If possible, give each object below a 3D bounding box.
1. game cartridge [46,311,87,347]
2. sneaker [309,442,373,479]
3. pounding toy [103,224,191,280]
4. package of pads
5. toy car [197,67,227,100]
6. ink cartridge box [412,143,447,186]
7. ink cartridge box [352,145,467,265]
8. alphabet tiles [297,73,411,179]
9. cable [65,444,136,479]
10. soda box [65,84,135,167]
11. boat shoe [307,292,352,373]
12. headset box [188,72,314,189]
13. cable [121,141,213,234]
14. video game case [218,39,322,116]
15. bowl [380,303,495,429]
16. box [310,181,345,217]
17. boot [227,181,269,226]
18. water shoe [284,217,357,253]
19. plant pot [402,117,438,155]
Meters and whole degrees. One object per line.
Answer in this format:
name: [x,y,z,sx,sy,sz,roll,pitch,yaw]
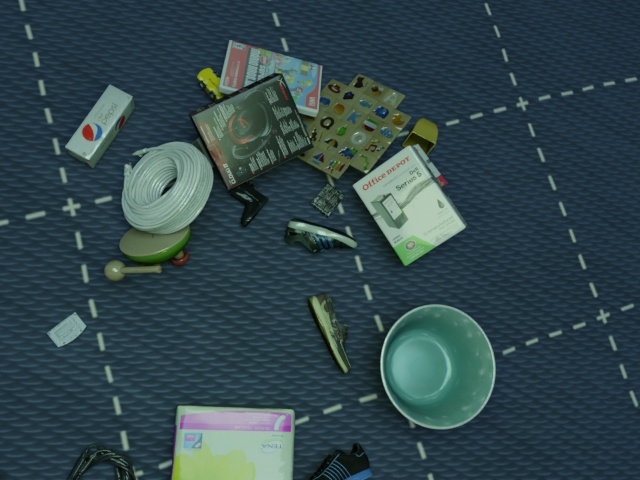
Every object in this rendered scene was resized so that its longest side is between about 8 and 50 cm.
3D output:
game cartridge: [-0.633,0.227,1.480,0.083,0.017,0.056,-39,83,-17]
sneaker: [0.022,0.585,1.481,0.232,0.081,0.090,-9,69,-35]
pounding toy: [-0.420,0.043,1.512,0.183,0.110,0.236,0,35,18]
package of pads: [-0.212,0.526,1.448,0.297,0.101,0.229,4,75,-10]
toy car: [-0.229,-0.380,1.690,0.225,0.053,0.238,-8,79,-14]
ink cartridge box: [0.281,-0.191,1.743,0.109,0.063,0.150,-35,85,-17]
ink cartridge box: [0.249,-0.099,1.646,0.198,0.115,0.272,-35,85,17]
alphabet tiles: [0.082,-0.336,1.709,0.285,0.011,0.342,31,71,22]
cable: [-0.531,0.592,1.402,0.151,0.047,0.184,29,70,-9]
soda box: [-0.590,-0.307,1.590,0.074,0.069,0.216,29,72,-3]
boat shoe: [0.039,0.243,1.581,0.073,0.080,0.223,-24,78,-11]
headset box: [-0.199,-0.289,1.585,0.293,0.110,0.218,-28,112,-8]
cable: [-0.395,-0.133,1.509,0.257,0.089,0.257,-11,60,25]
video game case: [-0.139,-0.469,1.704,0.285,0.025,0.204,12,55,-12]
bowl: [0.286,0.333,1.566,0.312,0.163,0.311,2,76,-10]
box: [0.021,-0.117,1.695,0.067,0.018,0.083,38,72,-1]
boot: [-0.211,-0.108,1.632,0.099,0.045,0.121,38,65,-3]
water shoe: [0.000,0.000,1.648,0.203,0.073,0.080,18,100,-7]
plant pot: [0.307,-0.318,1.774,0.082,0.081,0.083,27,63,-4]
